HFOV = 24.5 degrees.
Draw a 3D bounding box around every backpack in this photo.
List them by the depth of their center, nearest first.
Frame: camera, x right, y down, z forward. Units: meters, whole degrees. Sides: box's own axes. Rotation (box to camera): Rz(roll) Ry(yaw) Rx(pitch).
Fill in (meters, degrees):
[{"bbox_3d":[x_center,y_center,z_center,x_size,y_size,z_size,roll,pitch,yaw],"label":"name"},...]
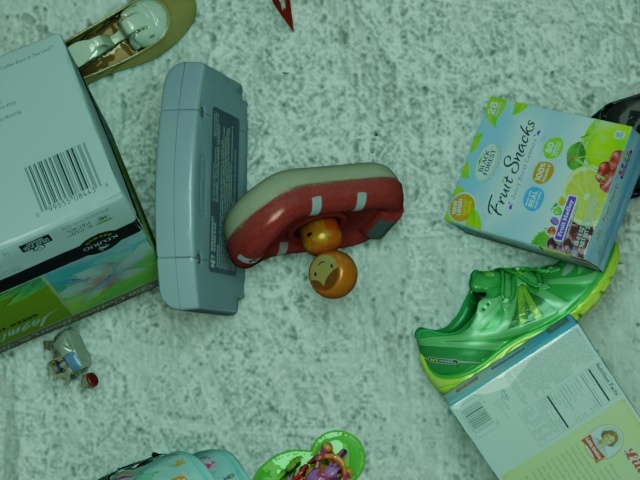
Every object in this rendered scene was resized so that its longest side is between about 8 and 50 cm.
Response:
[{"bbox_3d":[-0.160,0.355,1.741,0.191,0.253,0.225,-23,85,-20],"label":"backpack"}]

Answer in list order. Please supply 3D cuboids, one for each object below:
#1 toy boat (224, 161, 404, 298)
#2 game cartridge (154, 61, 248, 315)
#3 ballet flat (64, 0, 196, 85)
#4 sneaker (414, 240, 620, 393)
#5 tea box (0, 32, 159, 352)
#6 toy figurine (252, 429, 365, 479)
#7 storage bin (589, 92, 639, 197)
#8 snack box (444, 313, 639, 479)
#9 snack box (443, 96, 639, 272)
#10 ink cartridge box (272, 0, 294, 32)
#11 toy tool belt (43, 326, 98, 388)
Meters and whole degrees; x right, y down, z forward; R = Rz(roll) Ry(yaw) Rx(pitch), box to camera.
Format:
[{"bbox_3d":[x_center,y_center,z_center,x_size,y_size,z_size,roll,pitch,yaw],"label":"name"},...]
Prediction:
[{"bbox_3d":[0.000,0.000,1.796,0.231,0.151,0.151,-7,67,-27],"label":"toy boat"},{"bbox_3d":[-0.143,-0.060,1.804,0.062,0.198,0.297,-1,84,20],"label":"game cartridge"},{"bbox_3d":[-0.259,-0.252,1.879,0.232,0.073,0.080,-32,87,-5],"label":"ballet flat"},{"bbox_3d":[0.248,0.075,1.850,0.295,0.109,0.123,-35,91,-4],"label":"sneaker"},{"bbox_3d":[-0.383,-0.026,1.715,0.329,0.323,0.220,-23,72,-3],"label":"tea box"},{"bbox_3d":[-0.009,0.307,1.796,0.130,0.159,0.173,44,84,2],"label":"toy figurine"},{"bbox_3d":[0.446,-0.132,1.887,0.180,0.084,0.122,-17,86,-2],"label":"storage bin"},{"bbox_3d":[0.317,0.273,1.804,0.187,0.060,0.322,-33,100,5],"label":"snack box"},{"bbox_3d":[0.279,-0.072,1.833,0.207,0.070,0.174,16,83,37],"label":"snack box"},{"bbox_3d":[-0.039,-0.395,1.841,0.066,0.189,0.232,-13,85,7],"label":"ink cartridge box"},{"bbox_3d":[-0.316,0.155,1.860,0.051,0.052,0.083,-29,82,27],"label":"toy tool belt"}]
